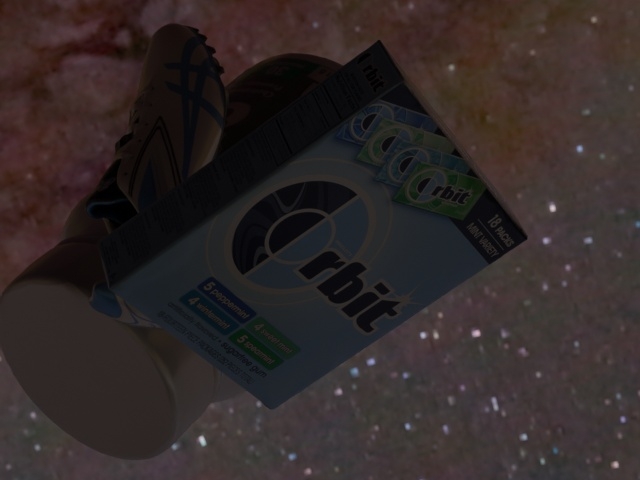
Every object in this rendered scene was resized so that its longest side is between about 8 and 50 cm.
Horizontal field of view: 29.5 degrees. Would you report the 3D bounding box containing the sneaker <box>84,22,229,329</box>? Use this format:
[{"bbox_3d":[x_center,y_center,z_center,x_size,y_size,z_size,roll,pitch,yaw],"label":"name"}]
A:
[{"bbox_3d":[-0.114,-0.054,0.838,0.085,0.086,0.237,-41,-137,52],"label":"sneaker"}]

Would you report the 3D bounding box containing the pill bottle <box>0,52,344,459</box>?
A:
[{"bbox_3d":[-0.086,0.005,1.023,0.204,0.204,0.361,3,-147,33],"label":"pill bottle"}]

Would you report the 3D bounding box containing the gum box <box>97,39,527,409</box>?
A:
[{"bbox_3d":[0.000,0.000,0.667,0.184,0.157,0.041,-35,-134,12],"label":"gum box"}]
